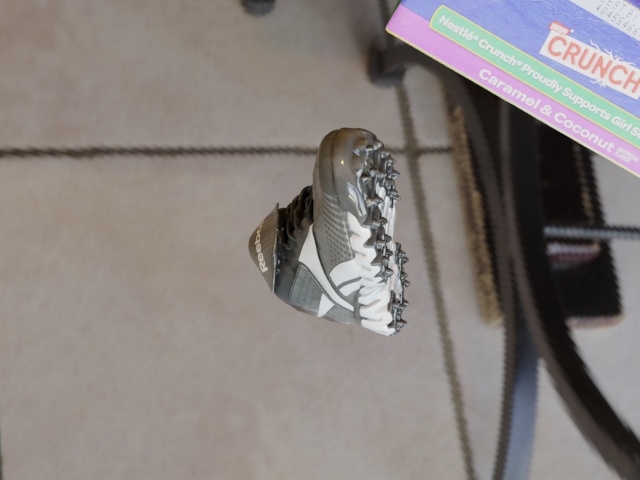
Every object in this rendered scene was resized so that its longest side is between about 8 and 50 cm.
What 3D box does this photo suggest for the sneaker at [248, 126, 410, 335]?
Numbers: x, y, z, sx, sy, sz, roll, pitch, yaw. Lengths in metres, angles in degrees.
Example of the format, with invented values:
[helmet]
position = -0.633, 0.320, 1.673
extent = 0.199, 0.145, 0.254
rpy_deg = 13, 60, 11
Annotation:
[sneaker]
position = 0.000, 0.000, 0.982
extent = 0.106, 0.234, 0.078
rpy_deg = 3, 65, 9

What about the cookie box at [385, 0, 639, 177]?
[cookie box]
position = 0.075, -0.067, 0.366
extent = 0.092, 0.040, 0.107
rpy_deg = 30, 38, -3
